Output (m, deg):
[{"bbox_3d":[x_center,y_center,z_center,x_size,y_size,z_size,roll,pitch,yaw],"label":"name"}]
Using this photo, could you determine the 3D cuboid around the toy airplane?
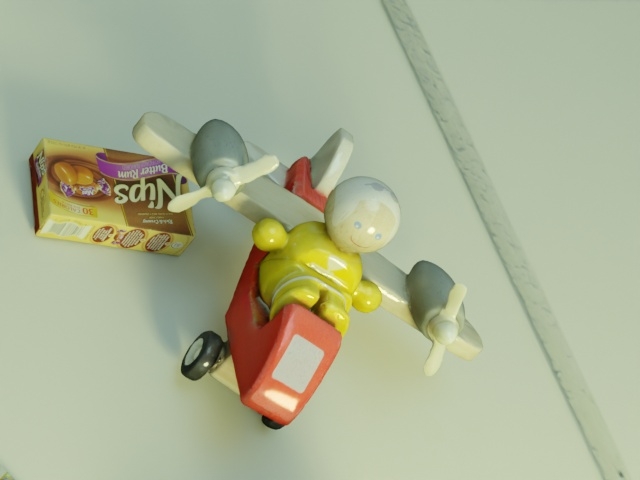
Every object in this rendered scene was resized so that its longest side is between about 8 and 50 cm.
[{"bbox_3d":[0.000,0.000,1.951,0.386,0.272,0.384,-11,69,-45],"label":"toy airplane"}]

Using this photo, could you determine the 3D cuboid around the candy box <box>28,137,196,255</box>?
[{"bbox_3d":[-0.243,-0.050,1.976,0.186,0.053,0.109,8,55,-29],"label":"candy box"}]

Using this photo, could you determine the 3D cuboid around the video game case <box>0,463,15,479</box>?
[{"bbox_3d":[-0.313,0.314,1.696,0.166,0.015,0.119,47,46,3],"label":"video game case"}]
